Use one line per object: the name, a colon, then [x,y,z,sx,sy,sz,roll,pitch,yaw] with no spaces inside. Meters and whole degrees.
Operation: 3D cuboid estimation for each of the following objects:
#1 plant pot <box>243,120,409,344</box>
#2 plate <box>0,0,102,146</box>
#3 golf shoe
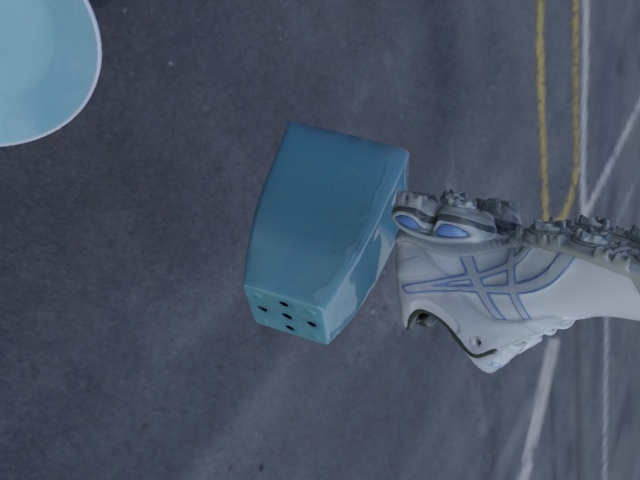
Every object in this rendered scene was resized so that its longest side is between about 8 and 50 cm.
plant pot: [0.000,0.000,1.073,0.165,0.166,0.234,82,27,-57]
plate: [-0.237,-0.138,0.538,0.188,0.188,0.024,66,14,-45]
golf shoe: [0.105,0.027,0.401,0.069,0.176,0.085,0,100,-37]
